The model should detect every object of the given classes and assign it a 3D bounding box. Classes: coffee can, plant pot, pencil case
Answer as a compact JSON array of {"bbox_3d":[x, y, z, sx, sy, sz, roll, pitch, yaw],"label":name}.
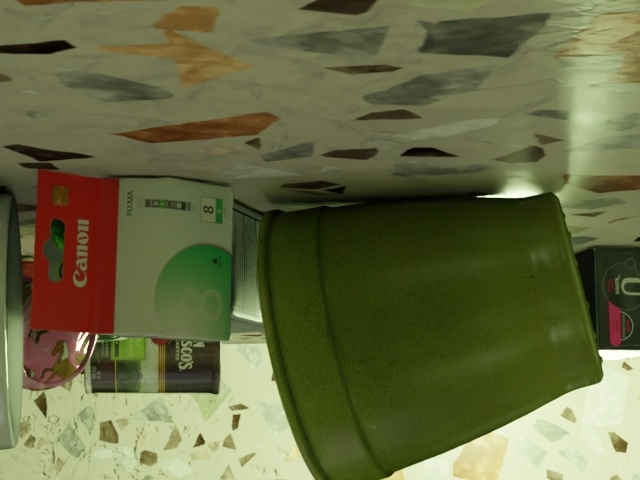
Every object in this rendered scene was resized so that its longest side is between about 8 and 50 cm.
[{"bbox_3d":[-0.346,0.220,2.591,0.275,0.202,0.201,0,171,-6],"label":"coffee can"},{"bbox_3d":[0.149,0.098,1.524,0.353,0.366,0.366,-14,168,12],"label":"plant pot"},{"bbox_3d":[-0.492,0.108,1.793,0.386,0.167,0.160,9,-163,37],"label":"pencil case"}]

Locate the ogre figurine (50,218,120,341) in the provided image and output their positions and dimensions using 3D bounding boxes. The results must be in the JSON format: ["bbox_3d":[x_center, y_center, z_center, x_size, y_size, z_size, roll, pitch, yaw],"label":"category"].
[{"bbox_3d":[-0.240,0.019,1.467,0.118,0.197,0.097,-15,-176,5],"label":"ogre figurine"}]

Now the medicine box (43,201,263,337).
[{"bbox_3d":[-0.193,0.045,1.660,0.263,0.149,0.289,-3,170,16],"label":"medicine box"}]

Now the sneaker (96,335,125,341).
[{"bbox_3d":[-0.507,0.168,2.443,0.292,0.118,0.110,4,-146,-4],"label":"sneaker"}]

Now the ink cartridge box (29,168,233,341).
[{"bbox_3d":[-0.202,0.017,1.379,0.224,0.181,0.056,8,167,-37],"label":"ink cartridge box"}]

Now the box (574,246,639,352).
[{"bbox_3d":[0.465,0.110,2.058,0.143,0.165,0.270,1,170,-11],"label":"box"}]

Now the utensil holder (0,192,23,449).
[{"bbox_3d":[-0.547,0.100,1.438,0.385,0.328,0.327,0,171,-10],"label":"utensil holder"}]

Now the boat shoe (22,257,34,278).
[{"bbox_3d":[-0.477,0.056,2.055,0.049,0.043,0.137,-1,173,-10],"label":"boat shoe"}]
